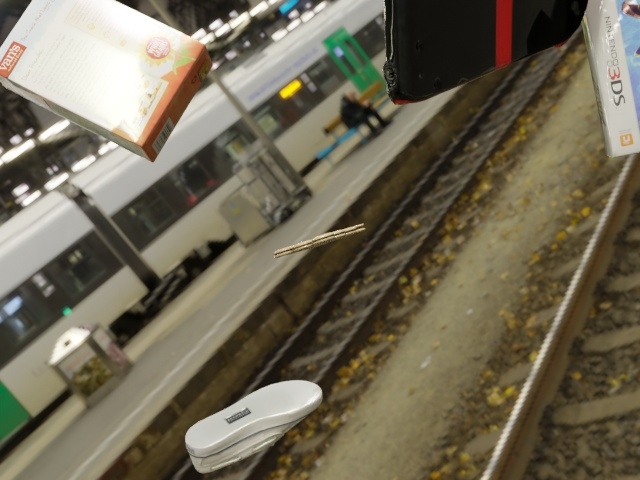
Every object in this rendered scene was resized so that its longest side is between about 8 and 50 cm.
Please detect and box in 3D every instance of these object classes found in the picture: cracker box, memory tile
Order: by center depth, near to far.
[{"bbox_3d":[-0.277,-0.221,1.144,0.155,0.232,0.067,-61,-9,-12],"label":"cracker box"},{"bbox_3d":[0.000,0.000,1.457,0.113,0.012,0.148,-19,-2,29],"label":"memory tile"}]

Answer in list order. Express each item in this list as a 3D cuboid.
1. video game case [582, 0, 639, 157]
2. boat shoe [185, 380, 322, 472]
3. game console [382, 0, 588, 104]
[{"bbox_3d":[0.479,-0.251,1.138,0.270,0.244,0.061,-12,8,11],"label":"video game case"},{"bbox_3d":[-0.114,0.329,1.596,0.258,0.084,0.095,-18,34,-17],"label":"boat shoe"},{"bbox_3d":[0.175,-0.362,0.926,0.342,0.386,0.060,-25,32,-36],"label":"game console"}]
